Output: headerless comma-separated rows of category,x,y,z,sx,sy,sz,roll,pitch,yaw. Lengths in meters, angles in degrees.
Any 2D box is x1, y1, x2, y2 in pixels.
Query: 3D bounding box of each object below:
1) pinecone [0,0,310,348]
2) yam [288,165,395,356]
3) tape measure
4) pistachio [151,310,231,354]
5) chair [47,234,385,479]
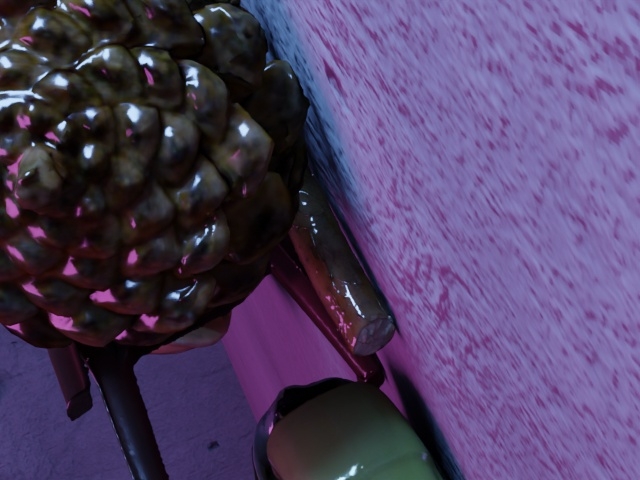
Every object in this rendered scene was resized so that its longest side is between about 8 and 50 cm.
pinecone,-0.133,-0.059,0.955,0.257,0.243,0.243,21,136,67
yam,0.000,0.000,1.005,0.032,0.032,0.145,76,169,-60
tape measure,0.029,0.169,1.056,0.200,0.106,0.175,55,171,51
pistachio,-0.179,-0.013,1.640,0.238,0.229,0.321,20,-166,-30
chair,-0.110,-0.008,1.189,0.326,0.183,0.175,60,177,41
